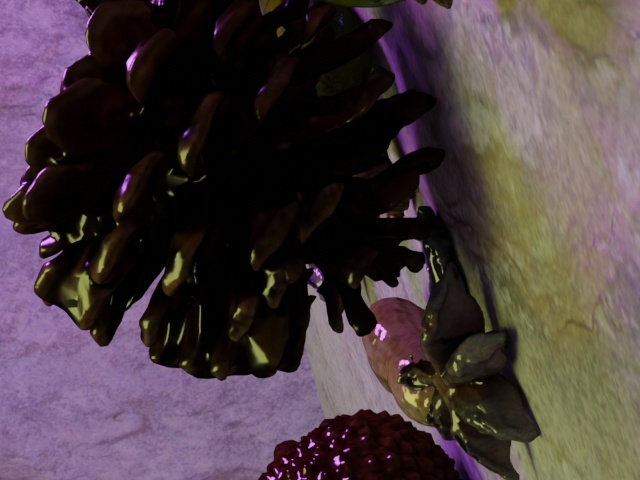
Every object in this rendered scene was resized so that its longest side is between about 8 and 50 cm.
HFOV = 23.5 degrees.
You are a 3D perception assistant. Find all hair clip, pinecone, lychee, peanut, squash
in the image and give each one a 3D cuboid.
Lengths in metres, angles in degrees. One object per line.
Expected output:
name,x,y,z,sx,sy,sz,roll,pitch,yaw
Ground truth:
hair clip,0.116,0.063,1.510,0.124,0.052,0.195,149,109,-78
pinecone,-0.069,-0.063,1.379,0.398,0.397,0.398,164,90,-84
lychee,0.050,0.350,1.803,0.330,0.306,0.306,39,157,26
peanut,0.103,0.129,1.632,0.214,0.099,0.099,-135,29,-66
squash,-0.011,-0.234,1.678,0.331,0.087,0.087,-123,17,-61

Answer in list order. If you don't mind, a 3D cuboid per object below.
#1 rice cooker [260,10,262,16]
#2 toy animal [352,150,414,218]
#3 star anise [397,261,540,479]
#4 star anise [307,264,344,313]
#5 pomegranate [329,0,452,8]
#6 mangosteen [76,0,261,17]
rice cooker,-0.033,-0.180,1.852,0.142,0.118,0.203,-100,-7,-76
toy animal,0.013,-0.134,1.654,0.114,0.116,0.255,88,169,-51
star anise,0.132,0.133,1.384,0.172,0.063,0.208,58,156,25
star anise,0.000,0.000,2.201,0.236,0.093,0.229,-149,44,-79
pomegranate,0.038,-0.221,1.009,0.205,0.159,0.159,38,-154,-53
mangosteen,-0.181,-0.389,1.887,0.297,0.297,0.313,152,138,-84
